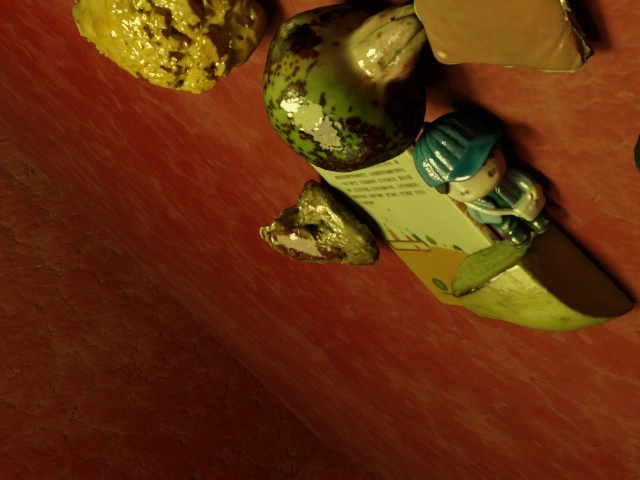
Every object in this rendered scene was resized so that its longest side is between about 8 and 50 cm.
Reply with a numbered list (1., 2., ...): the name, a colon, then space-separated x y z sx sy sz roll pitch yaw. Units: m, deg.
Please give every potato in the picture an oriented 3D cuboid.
1. potato: 0.196 0.061 0.872 0.120 0.081 0.149 44 153 -7

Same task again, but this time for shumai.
1. shumai: 0.009 -0.004 1.111 0.123 0.105 0.139 47 -162 21

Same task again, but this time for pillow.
1. pillow: 0.076 -0.193 0.563 0.126 0.043 0.232 14 151 50

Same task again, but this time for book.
1. book: 0.101 -0.026 0.995 0.295 0.020 0.208 45 163 -19

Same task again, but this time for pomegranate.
1. pomegranate: 0.034 -0.131 0.732 0.138 0.163 0.125 55 -157 0

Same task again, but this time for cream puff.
1. cream puff: -0.147 -0.213 0.852 0.189 0.129 0.189 35 160 15

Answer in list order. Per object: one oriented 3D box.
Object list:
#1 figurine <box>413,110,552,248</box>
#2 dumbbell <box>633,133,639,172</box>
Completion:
1. figurine: 0.137 -0.056 0.778 0.136 0.077 0.079 34 -154 -41
2. dumbbell: 0.155 -0.118 0.407 0.325 0.143 0.143 42 164 -10
